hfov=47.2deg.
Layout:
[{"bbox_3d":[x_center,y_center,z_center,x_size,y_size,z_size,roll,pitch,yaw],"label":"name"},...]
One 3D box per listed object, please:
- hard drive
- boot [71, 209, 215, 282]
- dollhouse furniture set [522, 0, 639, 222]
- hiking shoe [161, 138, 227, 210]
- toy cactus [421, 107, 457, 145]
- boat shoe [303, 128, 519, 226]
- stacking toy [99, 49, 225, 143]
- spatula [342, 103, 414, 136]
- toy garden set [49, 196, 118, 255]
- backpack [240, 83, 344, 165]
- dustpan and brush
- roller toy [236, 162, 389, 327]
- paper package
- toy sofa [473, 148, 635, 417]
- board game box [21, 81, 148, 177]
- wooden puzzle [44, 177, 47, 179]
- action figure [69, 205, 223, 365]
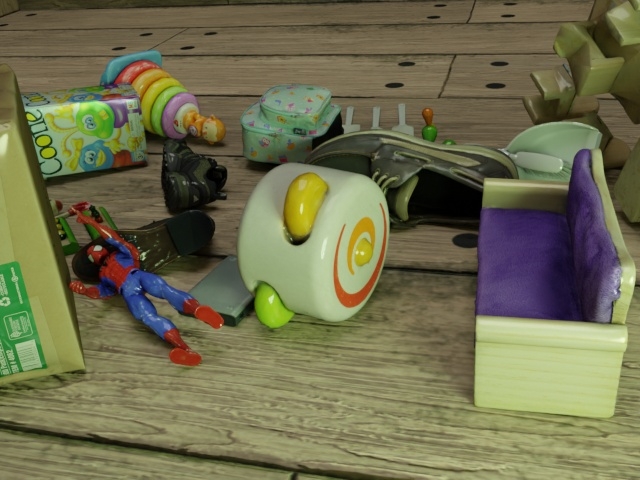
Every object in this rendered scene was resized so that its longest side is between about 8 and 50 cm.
[{"bbox_3d":[-0.122,0.067,1.015,0.094,0.022,0.135,9,31,24],"label":"hard drive"},{"bbox_3d":[-0.260,0.012,1.117,0.219,0.082,0.106,-16,2,1],"label":"boot"},{"bbox_3d":[0.553,-0.247,1.175,0.256,0.362,0.394,-8,54,-9],"label":"dollhouse furniture set"},{"bbox_3d":[-0.230,-0.118,1.336,0.114,0.086,0.227,2,31,-16],"label":"hiking shoe"},{"bbox_3d":[0.173,-0.143,1.299,0.180,0.112,0.219,-27,44,-18],"label":"toy cactus"},{"bbox_3d":[0.133,-0.096,1.168,0.355,0.132,0.130,3,29,16],"label":"boat shoe"},{"bbox_3d":[-0.324,-0.282,1.597,0.301,0.175,0.165,29,38,26],"label":"stacking toy"},{"bbox_3d":[0.117,-0.260,1.595,0.168,0.019,0.242,-2,28,6],"label":"spatula"},{"bbox_3d":[-0.480,-0.028,1.218,0.244,0.049,0.204,-17,31,-22],"label":"toy garden set"},{"bbox_3d":[-0.062,-0.221,1.421,0.188,0.145,0.166,1,34,17],"label":"backpack"},{"bbox_3d":[0.329,-0.130,1.191,0.211,0.147,0.060,18,4,41],"label":"dustpan and brush"},{"bbox_3d":[0.000,0.000,0.936,0.146,0.210,0.191,13,24,28],"label":"roller toy"},{"bbox_3d":[-0.421,-0.021,0.903,0.168,0.325,0.309,-13,29,-17],"label":"paper package"},{"bbox_3d":[0.263,0.025,0.874,0.150,0.177,0.363,3,30,13],"label":"toy sofa"},{"bbox_3d":[-0.500,-0.220,1.460,0.275,0.142,0.144,-11,26,-19],"label":"board game box"},{"bbox_3d":[-0.581,-0.119,1.444,0.116,0.014,0.078,-18,26,-24],"label":"wooden puzzle"},{"bbox_3d":[-0.257,0.050,0.939,0.280,0.139,0.092,28,84,46],"label":"action figure"}]
